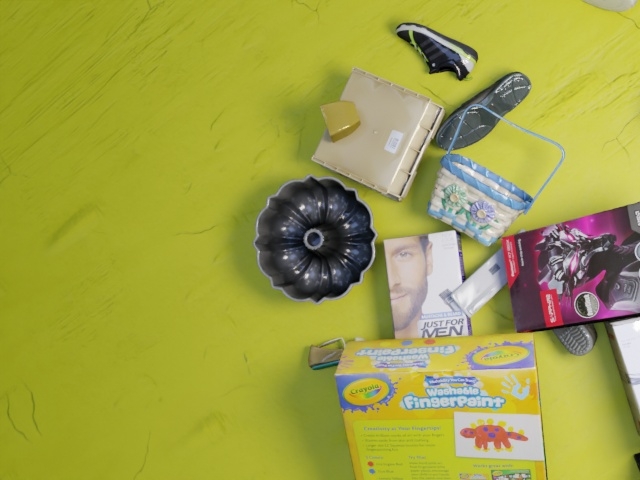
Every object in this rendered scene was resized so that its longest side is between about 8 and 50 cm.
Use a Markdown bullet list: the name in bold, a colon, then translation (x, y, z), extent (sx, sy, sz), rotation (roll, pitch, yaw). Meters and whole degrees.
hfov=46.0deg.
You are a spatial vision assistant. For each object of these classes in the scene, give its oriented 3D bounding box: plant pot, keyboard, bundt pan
- **plant pot**: translation (0.052, -0.299, 1.849), extent (0.083, 0.081, 0.082), rotation (-20, 82, 3)
- **keyboard**: translation (0.426, 0.077, 1.821), extent (0.256, 0.014, 0.072), rotation (-40, 85, -14)
- **bundt pan**: translation (0.000, 0.000, 1.952), extent (0.330, 0.124, 0.331), rotation (-1, 86, 17)

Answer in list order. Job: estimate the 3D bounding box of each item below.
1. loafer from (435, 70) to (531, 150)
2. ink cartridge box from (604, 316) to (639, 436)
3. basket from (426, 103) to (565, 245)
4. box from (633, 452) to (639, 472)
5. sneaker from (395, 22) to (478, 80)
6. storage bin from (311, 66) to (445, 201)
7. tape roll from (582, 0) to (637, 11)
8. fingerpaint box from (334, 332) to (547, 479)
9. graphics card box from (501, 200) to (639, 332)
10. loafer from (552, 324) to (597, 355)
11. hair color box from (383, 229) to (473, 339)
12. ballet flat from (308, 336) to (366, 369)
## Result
- **loafer**: translation (0.403, -0.322, 1.883), extent (0.267, 0.084, 0.096), rotation (-36, 109, 16)
- **ink cartridge box**: translation (0.735, 0.302, 1.676), extent (0.117, 0.207, 0.283), rotation (-17, 83, 14)
- **basket**: translation (0.406, -0.147, 1.797), extent (0.254, 0.201, 0.289), rotation (30, 106, 17)
- **box**: translation (0.841, 0.501, 1.648), extent (0.261, 0.184, 0.103), rotation (-21, 81, 15)
- **sneaker**: translation (0.284, -0.473, 1.910), extent (0.234, 0.084, 0.097), rotation (27, 96, 16)
- **storage bin**: translation (0.151, -0.267, 1.921), extent (0.260, 0.123, 0.262), rotation (26, 94, 16)
- **tape roll**: translation (0.650, -0.662, 1.727), extent (0.246, 0.246, 0.169), rotation (34, 97, 15)
- **fingerpaint box**: translation (0.289, 0.419, 1.764), extent (0.444, 0.163, 0.371), rotation (-6, 111, 16)
- **graphics card box**: translation (0.588, 0.067, 1.659), extent (0.371, 0.094, 0.233), rotation (-16, 74, 43)
- **loafer**: translation (0.573, 0.160, 1.805), extent (0.094, 0.087, 0.251), rotation (-44, 64, 37)
- **hair color box**: translation (0.272, 0.154, 1.874), extent (0.185, 0.110, 0.339), rotation (-8, 84, 17)
- **ballet flat**: translation (0.075, 0.283, 1.944), extent (0.232, 0.080, 0.073), rotation (-10, 70, 15)
